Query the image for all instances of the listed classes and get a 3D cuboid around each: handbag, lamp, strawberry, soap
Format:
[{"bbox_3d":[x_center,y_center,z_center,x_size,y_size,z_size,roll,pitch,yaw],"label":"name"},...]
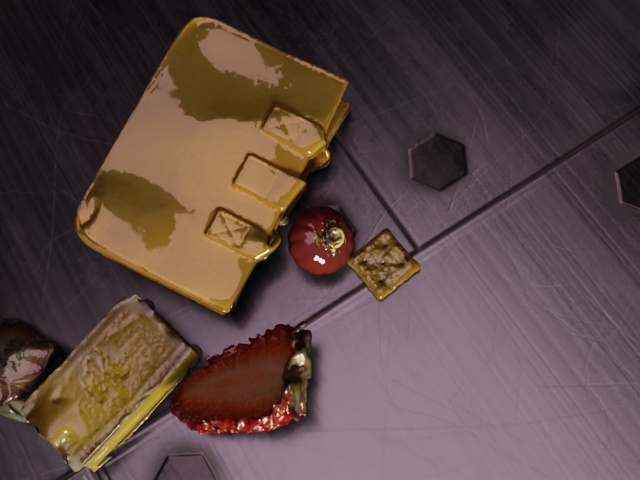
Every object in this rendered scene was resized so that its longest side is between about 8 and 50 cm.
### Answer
[{"bbox_3d":[-0.152,-0.111,1.170,0.283,0.133,0.401,26,77,10],"label":"handbag"},{"bbox_3d":[0.000,0.000,1.128,0.101,0.090,0.101,4,80,-28],"label":"lamp"},{"bbox_3d":[-0.096,0.201,1.087,0.208,0.087,0.167,-10,47,30],"label":"strawberry"},{"bbox_3d":[-0.295,0.199,1.107,0.135,0.076,0.233,40,79,17],"label":"soap"}]

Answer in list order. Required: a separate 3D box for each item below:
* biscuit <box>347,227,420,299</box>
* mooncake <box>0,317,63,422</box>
[{"bbox_3d":[0.092,0.034,1.142,0.081,0.018,0.083,-37,70,-5],"label":"biscuit"},{"bbox_3d":[-0.452,0.184,1.134,0.125,0.073,0.130,26,75,17],"label":"mooncake"}]
